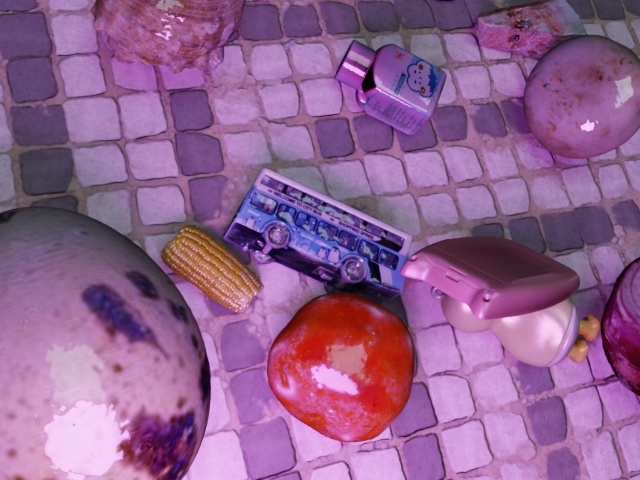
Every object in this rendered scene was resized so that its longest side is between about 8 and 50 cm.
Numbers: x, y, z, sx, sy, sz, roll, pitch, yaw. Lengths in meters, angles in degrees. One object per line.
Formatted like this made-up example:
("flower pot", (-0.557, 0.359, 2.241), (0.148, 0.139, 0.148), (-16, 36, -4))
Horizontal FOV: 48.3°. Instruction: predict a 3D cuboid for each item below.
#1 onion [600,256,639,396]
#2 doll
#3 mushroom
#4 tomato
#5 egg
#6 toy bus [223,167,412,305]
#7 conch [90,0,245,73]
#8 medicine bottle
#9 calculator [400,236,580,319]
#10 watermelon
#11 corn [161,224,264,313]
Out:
("onion", (0.649, 0.170, 1.253), (0.336, 0.260, 0.282), (-20, 42, -14))
("doll", (0.333, 0.130, 1.244), (0.296, 0.141, 0.117), (23, 25, 3))
("mushroom", (0.531, -0.270, 1.407), (0.243, 0.243, 0.244), (5, 71, -16))
("tomato", (0.042, 0.187, 1.088), (0.231, 0.188, 0.232), (6, 71, -18))
("egg", (-0.325, 0.156, 0.898), (0.345, 0.345, 0.428), (-27, 79, -24))
("toy bus", (0.000, 0.000, 1.185), (0.297, 0.106, 0.131), (25, 64, -10))
("conch", (-0.215, -0.426, 1.200), (0.352, 0.210, 0.297), (-28, 48, 10))
("medicine bottle", (0.125, -0.293, 1.326), (0.188, 0.094, 0.119), (26, 67, -8))
("calculator", (0.298, 0.048, 1.196), (0.329, 0.220, 0.048), (-9, 118, -45))
("watermelon", (0.424, -0.451, 1.490), (0.241, 0.094, 0.154), (-8, 68, -17))
("corn", (-0.170, 0.047, 1.135), (0.165, 0.063, 0.085), (40, 42, -2))
